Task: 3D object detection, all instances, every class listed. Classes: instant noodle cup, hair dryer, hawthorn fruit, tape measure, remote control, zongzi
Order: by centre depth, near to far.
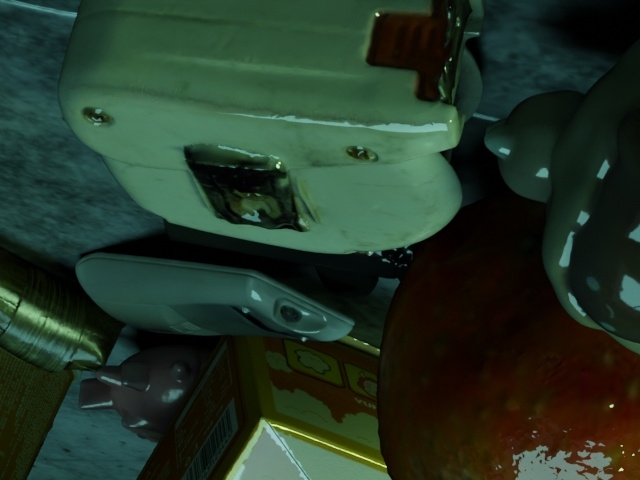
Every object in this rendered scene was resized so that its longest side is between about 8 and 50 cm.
[{"bbox_3d":[-0.021,-0.081,1.187,0.258,0.130,0.265,6,157,14],"label":"tape measure"},{"bbox_3d":[0.172,0.089,1.282,0.275,0.275,0.299,9,127,12],"label":"hawthorn fruit"},{"bbox_3d":[0.000,0.000,1.433,0.197,0.089,0.251,8,163,13],"label":"hair dryer"},{"bbox_3d":[-0.103,0.057,1.589,0.109,0.055,0.313,28,167,-31],"label":"remote control"},{"bbox_3d":[-0.301,0.061,1.762,0.187,0.084,0.184,33,162,-24],"label":"zongzi"},{"bbox_3d":[-0.377,0.184,1.957,0.216,0.172,0.216,13,157,6],"label":"instant noodle cup"}]

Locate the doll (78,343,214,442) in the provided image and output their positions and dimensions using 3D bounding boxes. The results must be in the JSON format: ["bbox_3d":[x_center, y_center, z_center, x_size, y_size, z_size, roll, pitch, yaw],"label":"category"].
[{"bbox_3d":[-0.132,0.159,1.858,0.211,0.093,0.262,16,156,-22],"label":"doll"}]

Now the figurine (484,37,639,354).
[{"bbox_3d":[0.266,-0.013,1.016,0.248,0.203,0.380,20,179,-27],"label":"figurine"}]

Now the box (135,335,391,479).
[{"bbox_3d":[-0.018,0.249,1.682,0.259,0.214,0.283,23,114,-21],"label":"box"}]
